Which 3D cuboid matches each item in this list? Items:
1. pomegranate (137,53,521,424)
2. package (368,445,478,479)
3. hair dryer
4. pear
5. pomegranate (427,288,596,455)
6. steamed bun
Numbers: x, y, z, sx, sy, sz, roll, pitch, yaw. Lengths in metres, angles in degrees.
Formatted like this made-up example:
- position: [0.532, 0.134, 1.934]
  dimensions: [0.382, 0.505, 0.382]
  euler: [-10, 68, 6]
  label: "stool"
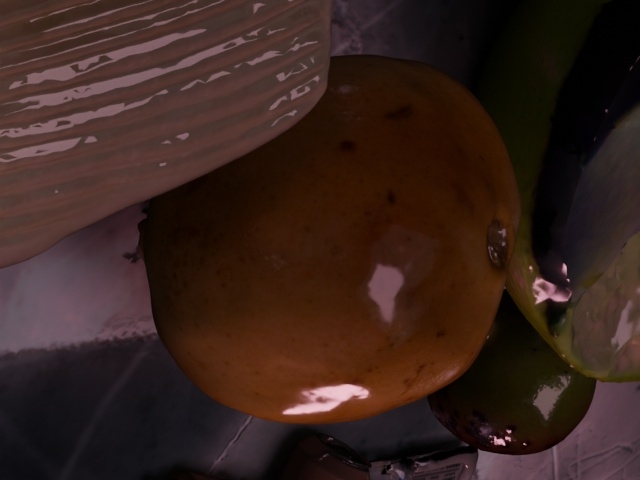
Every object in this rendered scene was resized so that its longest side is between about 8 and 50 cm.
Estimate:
- position: [0.007, 0.001, 1.105]
  dimensions: [0.233, 0.233, 0.233]
  euler: [-28, 134, -33]
  label: "pomegranate"
- position: [0.042, 0.239, 1.476]
  dimensions: [0.171, 0.027, 0.173]
  euler: [-2, 122, -49]
  label: "package"
- position: [-0.048, 0.184, 1.312]
  dimensions: [0.182, 0.064, 0.117]
  euler: [22, 98, -47]
  label: "hair dryer"
- position: [0.240, -0.102, 1.331]
  dimensions: [0.399, 0.165, 0.399]
  euler: [-28, 134, -33]
  label: "pear"
- position: [0.128, 0.093, 1.384]
  dimensions: [0.159, 0.129, 0.129]
  euler: [18, 102, -45]
  label: "pomegranate"
- position: [-0.135, -0.191, 0.790]
  dimensions: [0.247, 0.236, 0.383]
  euler: [-31, 147, -17]
  label: "steamed bun"
